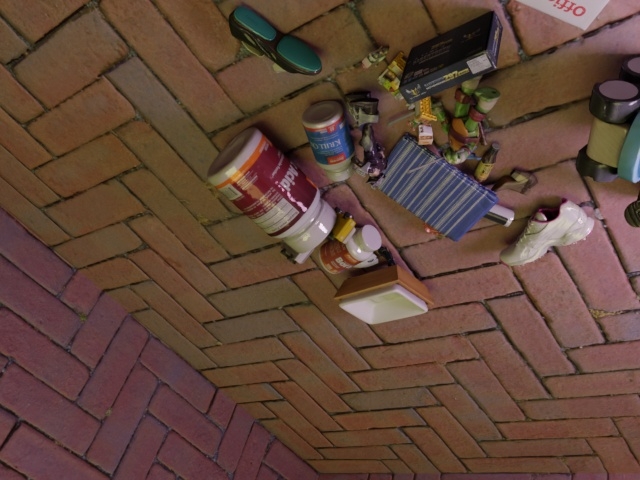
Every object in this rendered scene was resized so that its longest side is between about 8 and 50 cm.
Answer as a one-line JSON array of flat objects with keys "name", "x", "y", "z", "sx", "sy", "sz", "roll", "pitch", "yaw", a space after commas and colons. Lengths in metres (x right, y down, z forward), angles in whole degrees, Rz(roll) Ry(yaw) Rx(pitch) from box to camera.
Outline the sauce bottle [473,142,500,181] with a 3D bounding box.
[{"name": "sauce bottle", "x": 0.475, "y": -0.222, "z": 1.766, "sx": 0.042, "sy": 0.042, "sz": 0.128, "roll": 17, "pitch": 142, "yaw": 3}]

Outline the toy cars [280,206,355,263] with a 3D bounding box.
[{"name": "toy cars", "x": 0.000, "y": 0.000, "z": 2.110, "sx": 0.087, "sy": 0.176, "sz": 0.394, "roll": 39, "pitch": 136, "yaw": -22}]

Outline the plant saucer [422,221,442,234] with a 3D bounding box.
[{"name": "plant saucer", "x": 0.376, "y": -0.051, "z": 2.024, "sx": 0.084, "sy": 0.013, "sz": 0.083, "roll": 12, "pitch": 140, "yaw": 11}]

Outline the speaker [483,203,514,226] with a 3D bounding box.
[{"name": "speaker", "x": 0.516, "y": -0.090, "z": 1.889, "sx": 0.136, "sy": 0.055, "sz": 0.055, "roll": 22, "pitch": 140, "yaw": -1}]

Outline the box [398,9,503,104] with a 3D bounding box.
[{"name": "box", "x": 0.311, "y": -0.437, "z": 1.483, "sx": 0.233, "sy": 0.183, "sz": 0.059, "roll": -15, "pitch": 128, "yaw": 36}]

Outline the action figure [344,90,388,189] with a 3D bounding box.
[{"name": "action figure", "x": 0.135, "y": -0.273, "z": 1.758, "sx": 0.099, "sy": 0.185, "sz": 0.284, "roll": -6, "pitch": 118, "yaw": 10}]

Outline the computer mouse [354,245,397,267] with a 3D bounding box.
[{"name": "computer mouse", "x": 0.169, "y": 0.071, "z": 2.225, "sx": 0.193, "sy": 0.042, "sz": 0.106, "roll": -7, "pitch": 134, "yaw": 29}]

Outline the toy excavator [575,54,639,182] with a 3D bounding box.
[{"name": "toy excavator", "x": 0.878, "y": -0.253, "z": 1.392, "sx": 0.445, "sy": 0.433, "sz": 0.222, "roll": 31, "pitch": 144, "yaw": 33}]

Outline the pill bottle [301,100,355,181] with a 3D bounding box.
[{"name": "pill bottle", "x": 0.033, "y": -0.285, "z": 1.816, "sx": 0.124, "sy": 0.124, "sz": 0.221, "roll": -1, "pitch": 136, "yaw": 24}]

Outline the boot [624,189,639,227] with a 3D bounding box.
[{"name": "boot", "x": 0.889, "y": -0.124, "z": 1.538, "sx": 0.236, "sy": 0.270, "sz": 0.089, "roll": -17, "pitch": 95, "yaw": 40}]

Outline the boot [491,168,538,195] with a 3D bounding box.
[{"name": "boot", "x": 0.568, "y": -0.158, "z": 1.802, "sx": 0.087, "sy": 0.042, "sz": 0.118, "roll": 30, "pitch": 140, "yaw": -15}]

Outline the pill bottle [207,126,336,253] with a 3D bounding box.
[{"name": "pill bottle", "x": -0.145, "y": -0.149, "z": 1.966, "sx": 0.224, "sy": 0.224, "sz": 0.392, "roll": -25, "pitch": 123, "yaw": 40}]

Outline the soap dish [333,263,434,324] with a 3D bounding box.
[{"name": "soap dish", "x": 0.231, "y": 0.199, "z": 2.254, "sx": 0.291, "sy": 0.118, "sz": 0.229, "roll": -20, "pitch": 140, "yaw": 37}]

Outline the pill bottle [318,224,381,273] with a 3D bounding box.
[{"name": "pill bottle", "x": 0.103, "y": 0.028, "z": 2.141, "sx": 0.121, "sy": 0.121, "sz": 0.216, "roll": 39, "pitch": 137, "yaw": -21}]

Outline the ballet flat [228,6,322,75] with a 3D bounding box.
[{"name": "ballet flat", "x": -0.123, "y": -0.516, "z": 1.657, "sx": 0.280, "sy": 0.095, "sz": 0.096, "roll": 36, "pitch": 149, "yaw": -3}]

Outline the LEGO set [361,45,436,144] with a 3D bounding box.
[{"name": "LEGO set", "x": 0.216, "y": -0.367, "z": 1.620, "sx": 0.287, "sy": 0.132, "sz": 0.107, "roll": 59, "pitch": 145, "yaw": 4}]

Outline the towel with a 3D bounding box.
[{"name": "towel", "x": 0.339, "y": -0.153, "z": 1.868, "sx": 0.336, "sy": 0.040, "sz": 0.243, "roll": 36, "pitch": 141, "yaw": 2}]

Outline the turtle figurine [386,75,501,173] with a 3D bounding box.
[{"name": "turtle figurine", "x": 0.330, "y": -0.305, "z": 1.617, "sx": 0.275, "sy": 0.197, "sz": 0.266, "roll": 18, "pitch": 135, "yaw": -2}]

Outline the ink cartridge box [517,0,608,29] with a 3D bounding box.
[{"name": "ink cartridge box", "x": 0.501, "y": -0.638, "z": 1.176, "sx": 0.279, "sy": 0.160, "sz": 0.384, "roll": 19, "pitch": 141, "yaw": -10}]

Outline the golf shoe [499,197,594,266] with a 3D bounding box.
[{"name": "golf shoe", "x": 0.659, "y": -0.026, "z": 1.875, "sx": 0.306, "sy": 0.115, "sz": 0.140, "roll": -32, "pitch": 107, "yaw": 36}]
